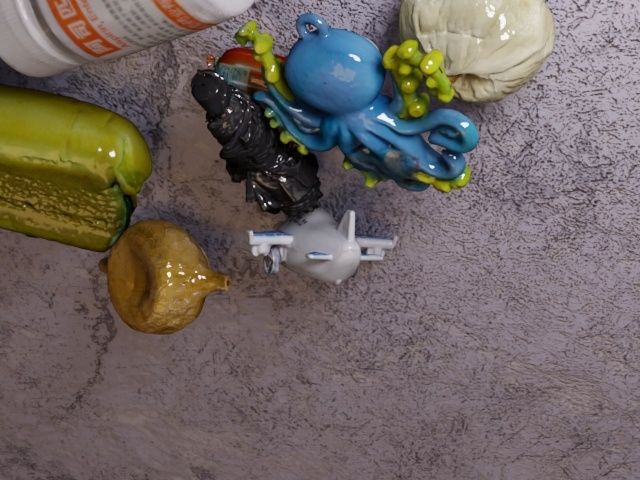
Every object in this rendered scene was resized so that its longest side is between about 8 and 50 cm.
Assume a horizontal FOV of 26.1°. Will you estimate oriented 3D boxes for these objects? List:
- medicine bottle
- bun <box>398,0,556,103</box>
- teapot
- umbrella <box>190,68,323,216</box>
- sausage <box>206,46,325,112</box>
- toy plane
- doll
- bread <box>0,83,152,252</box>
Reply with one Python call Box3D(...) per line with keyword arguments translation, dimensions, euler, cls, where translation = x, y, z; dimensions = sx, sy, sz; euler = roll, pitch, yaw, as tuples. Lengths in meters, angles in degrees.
Box3D(translation=(-0.280, -0.361, 1.901), dimensions=(0.371, 0.211, 0.211), euler=(-12, 133, 34), cls="medicine bottle")
Box3D(translation=(0.201, -0.266, 1.874), dimensions=(0.220, 0.134, 0.220), euler=(12, 147, 8), cls="bun")
Box3D(translation=(-0.276, 0.061, 2.482), dimensions=(0.167, 0.203, 0.311), euler=(-5, -171, -42), cls="teapot")
Box3D(translation=(-0.097, -0.134, 2.108), dimensions=(0.154, 0.128, 0.336), euler=(38, 174, 26), cls="umbrella")
Box3D(translation=(-0.046, -0.239, 2.067), dimensions=(0.264, 0.083, 0.083), euler=(15, 143, 7), cls="sausage")
Box3D(translation=(-0.001, 0.006, 2.270), dimensions=(0.267, 0.122, 0.267), euler=(4, -178, 0), cls="toy plane")
Box3D(translation=(0.068, -0.194, 1.953), dimensions=(0.346, 0.099, 0.341), euler=(1, 141, 40), cls="doll")
Box3D(translation=(-0.461, -0.134, 2.262), dimensions=(0.376, 0.208, 0.251), euler=(15, 133, 5), cls="bread")
